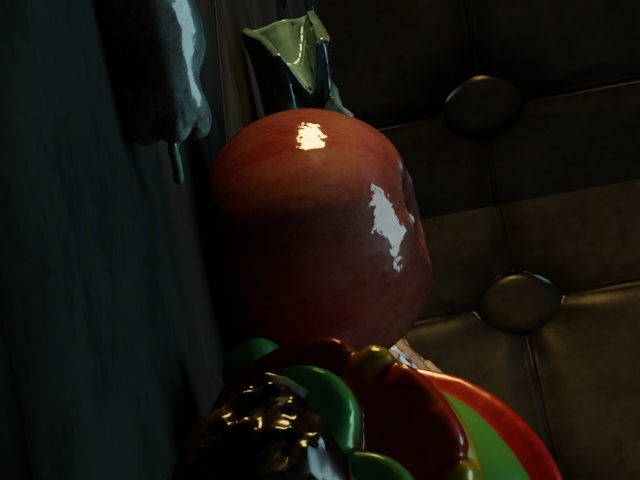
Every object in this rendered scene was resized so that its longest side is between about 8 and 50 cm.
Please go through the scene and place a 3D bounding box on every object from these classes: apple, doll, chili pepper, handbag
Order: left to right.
[{"bbox_3d":[-0.074,-0.097,0.845,0.050,0.041,0.153,4,-71,50],"label":"chili pepper"},{"bbox_3d":[-0.002,-0.056,1.517,0.179,0.062,0.229,-115,-169,-72],"label":"handbag"},{"bbox_3d":[0.000,0.000,1.102,0.153,0.120,0.153,-10,90,-86],"label":"apple"},{"bbox_3d":[0.046,0.156,0.967,0.182,0.160,0.363,47,-9,26],"label":"doll"}]

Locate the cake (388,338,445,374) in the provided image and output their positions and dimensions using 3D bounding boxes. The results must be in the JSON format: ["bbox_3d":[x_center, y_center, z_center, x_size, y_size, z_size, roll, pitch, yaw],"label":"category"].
[{"bbox_3d":[0.025,0.085,1.431,0.098,0.135,0.287,-77,151,-45],"label":"cake"}]

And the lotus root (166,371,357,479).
[{"bbox_3d":[0.000,0.161,0.547,0.145,0.129,0.260,-130,-148,-68],"label":"lotus root"}]
